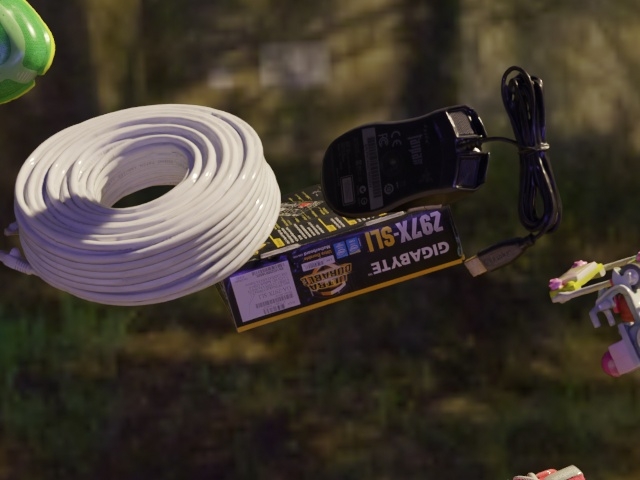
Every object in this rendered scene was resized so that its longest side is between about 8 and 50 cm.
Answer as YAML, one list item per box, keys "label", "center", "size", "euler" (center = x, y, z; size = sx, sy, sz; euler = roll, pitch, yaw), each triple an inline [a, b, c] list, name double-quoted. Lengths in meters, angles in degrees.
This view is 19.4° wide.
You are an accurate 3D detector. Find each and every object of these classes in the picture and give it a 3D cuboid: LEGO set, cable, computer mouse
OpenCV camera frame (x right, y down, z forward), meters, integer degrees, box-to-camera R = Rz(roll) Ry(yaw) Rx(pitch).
- label: "LEGO set"
  center: [0.275, 0.057, 1.521]
  size: [0.107, 0.132, 0.287]
  euler: [-19, -18, 30]
- label: "cable"
  center: [-0.172, -0.042, 1.838]
  size: [0.257, 0.089, 0.257]
  euler: [24, 51, 38]
- label: "computer mouse"
  center: [0.126, -0.046, 1.839]
  size: [0.262, 0.184, 0.060]
  euler: [-19, -16, 30]

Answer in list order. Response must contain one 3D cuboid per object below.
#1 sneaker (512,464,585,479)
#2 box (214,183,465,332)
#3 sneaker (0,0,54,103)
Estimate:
- label: "sneaker"
  center: [0.210, 0.285, 1.967]
  size: [0.314, 0.136, 0.116]
  euler: [18, 17, -43]
- label: "box"
  center: [0.000, 0.000, 2.105]
  size: [0.257, 0.079, 0.322]
  euler: [-19, 12, -6]
- label: "sneaker"
  center: [-0.332, -0.188, 1.347]
  size: [0.296, 0.109, 0.123]
  euler: [32, 4, -6]
